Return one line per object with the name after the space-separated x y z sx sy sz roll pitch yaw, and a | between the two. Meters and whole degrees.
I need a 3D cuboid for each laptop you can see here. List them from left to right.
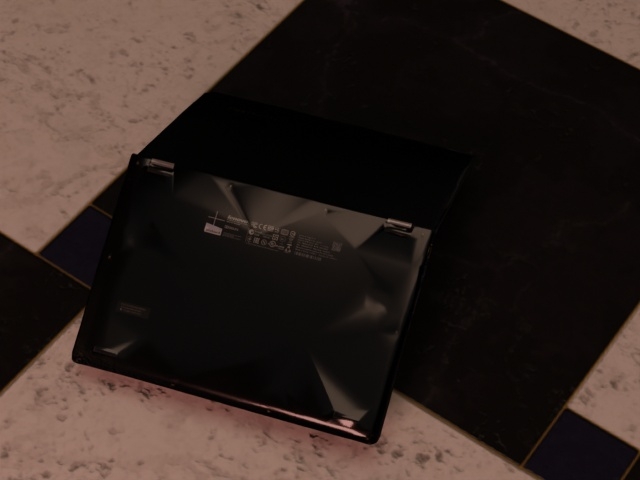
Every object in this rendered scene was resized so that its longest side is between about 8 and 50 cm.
-0.046 0.015 1.976 0.382 0.236 0.408 14 82 11 | laptop
